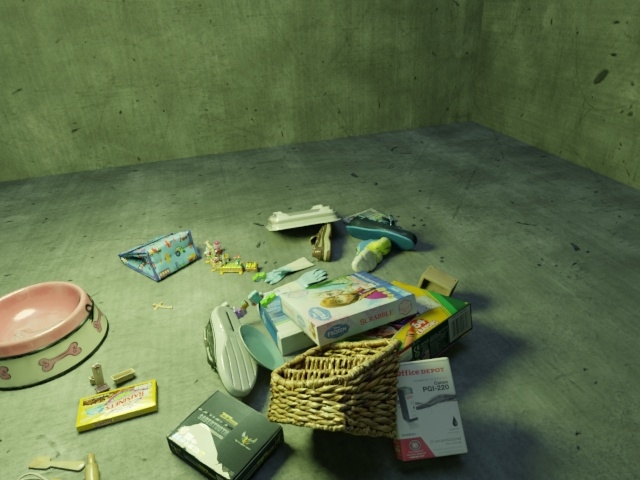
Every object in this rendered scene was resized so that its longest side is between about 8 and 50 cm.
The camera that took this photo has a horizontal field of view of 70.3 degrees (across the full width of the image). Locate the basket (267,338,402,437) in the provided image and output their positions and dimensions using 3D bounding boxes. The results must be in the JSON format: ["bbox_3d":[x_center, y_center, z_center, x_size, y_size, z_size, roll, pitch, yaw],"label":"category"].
[{"bbox_3d":[0.016,0.329,1.075,0.213,0.223,0.299,22,-25,-35],"label":"basket"}]

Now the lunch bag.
[{"bbox_3d":[-0.710,0.050,1.962,0.293,0.138,0.221,5,28,40],"label":"lunch bag"}]

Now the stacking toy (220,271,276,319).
[{"bbox_3d":[-0.245,0.221,1.540,0.221,0.052,0.167,-42,33,3],"label":"stacking toy"}]

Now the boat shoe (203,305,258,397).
[{"bbox_3d":[-0.276,0.345,1.359,0.121,0.119,0.335,21,23,-31],"label":"boat shoe"}]

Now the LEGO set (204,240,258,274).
[{"bbox_3d":[-0.394,0.063,1.889,0.287,0.107,0.132,19,36,35],"label":"LEGO set"}]

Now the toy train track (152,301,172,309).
[{"bbox_3d":[-0.587,0.241,1.683,0.083,0.014,0.048,7,30,17],"label":"toy train track"}]

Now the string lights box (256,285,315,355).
[{"bbox_3d":[-0.117,0.261,1.530,0.133,0.077,0.260,-15,31,-20],"label":"string lights box"}]

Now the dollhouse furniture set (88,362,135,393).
[{"bbox_3d":[-0.625,0.382,1.355,0.114,0.081,0.091,-16,17,-38],"label":"dollhouse furniture set"}]

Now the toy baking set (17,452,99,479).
[{"bbox_3d":[-0.615,0.578,1.053,0.197,0.030,0.256,-14,30,-18],"label":"toy baking set"}]

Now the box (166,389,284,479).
[{"bbox_3d":[-0.236,0.494,1.135,0.233,0.059,0.183,17,34,32],"label":"box"}]

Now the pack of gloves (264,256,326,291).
[{"bbox_3d":[-0.102,0.130,1.802,0.232,0.046,0.195,-24,34,-33],"label":"pack of gloves"}]

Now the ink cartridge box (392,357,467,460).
[{"bbox_3d":[0.246,0.402,1.097,0.158,0.092,0.218,-6,68,-4],"label":"ink cartridge box"}]

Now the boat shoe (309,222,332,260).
[{"bbox_3d":[0.000,-0.007,1.982,0.095,0.095,0.257,3,29,0],"label":"boat shoe"}]

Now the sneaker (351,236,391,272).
[{"bbox_3d":[0.184,0.062,1.877,0.240,0.091,0.126,-30,20,-39],"label":"sneaker"}]

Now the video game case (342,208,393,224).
[{"bbox_3d":[0.232,-0.096,2.202,0.190,0.022,0.173,-21,33,-29],"label":"video game case"}]

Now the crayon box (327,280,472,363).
[{"bbox_3d":[0.224,0.266,1.398,0.363,0.106,0.313,-23,23,-33],"label":"crayon box"}]

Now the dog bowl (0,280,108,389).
[{"bbox_3d":[-0.935,0.287,1.497,0.408,0.150,0.408,-3,28,1],"label":"dog bowl"}]

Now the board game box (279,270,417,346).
[{"bbox_3d":[0.073,0.194,1.400,0.318,0.066,0.319,-15,14,-21],"label":"board game box"}]

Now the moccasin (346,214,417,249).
[{"bbox_3d":[0.270,-0.058,1.987,0.342,0.138,0.117,18,60,32],"label":"moccasin"}]

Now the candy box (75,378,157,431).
[{"bbox_3d":[-0.564,0.458,1.270,0.206,0.027,0.105,-12,32,-15],"label":"candy box"}]

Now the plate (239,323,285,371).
[{"bbox_3d":[-0.179,0.327,1.356,0.024,0.188,0.188,-46,32,7],"label":"plate"}]

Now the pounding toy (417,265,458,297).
[{"bbox_3d":[0.400,0.170,1.608,0.130,0.141,0.100,29,40,23],"label":"pounding toy"}]

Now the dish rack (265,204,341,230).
[{"bbox_3d":[-0.089,-0.111,2.118,0.333,0.072,0.285,-10,9,-10],"label":"dish rack"}]
